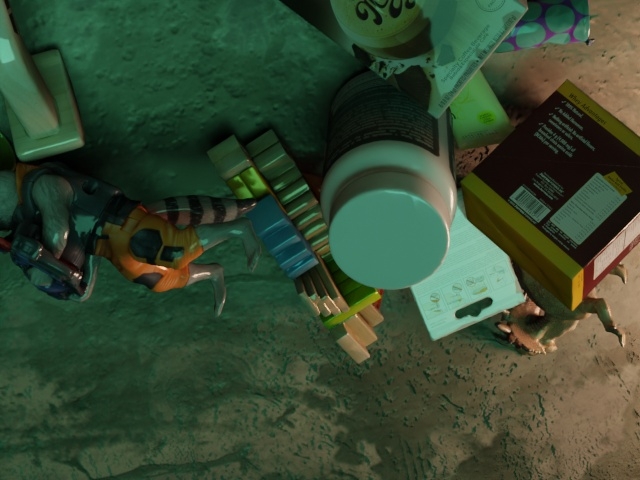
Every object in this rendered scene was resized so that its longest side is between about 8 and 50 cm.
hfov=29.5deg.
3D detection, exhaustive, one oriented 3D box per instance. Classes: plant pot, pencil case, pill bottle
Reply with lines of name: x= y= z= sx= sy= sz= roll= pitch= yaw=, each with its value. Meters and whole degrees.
plant pot: x=-0.429 y=-0.095 z=1.481 sx=0.079 sy=0.083 sz=0.083 roll=-33 pitch=120 yaw=20
pencil case: x=0.266 y=-0.269 z=1.539 sx=0.151 sy=0.065 sz=0.070 roll=-9 pitch=154 yaw=-6
pill bottle: x=0.082 y=-0.078 z=1.460 sx=0.161 sy=0.283 sz=0.161 roll=2 pitch=124 yaw=3

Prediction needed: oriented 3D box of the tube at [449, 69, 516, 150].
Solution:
tube: x=0.170 y=-0.212 z=1.549 sx=0.062 sy=0.070 sz=0.240 roll=-36 pitch=121 yaw=-4

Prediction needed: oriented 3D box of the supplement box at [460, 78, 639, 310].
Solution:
supplement box: x=0.315 y=-0.058 z=1.544 sx=0.194 sy=0.191 sz=0.129 roll=-43 pitch=158 yaw=-7

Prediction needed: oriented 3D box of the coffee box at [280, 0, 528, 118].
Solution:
coffee box: x=0.069 y=-0.303 z=1.397 sx=0.297 sy=0.119 sz=0.168 roll=35 pitch=113 yaw=-9

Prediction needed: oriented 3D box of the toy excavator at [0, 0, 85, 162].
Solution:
toy excavator: x=-0.373 y=-0.310 z=1.270 sx=0.222 sy=0.433 sz=0.445 roll=-15 pitch=92 yaw=-4

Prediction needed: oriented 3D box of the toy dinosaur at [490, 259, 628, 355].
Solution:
toy dinosaur: x=0.316 y=0.048 z=1.695 sx=0.200 sy=0.127 sz=0.296 roll=-6 pitch=108 yaw=24

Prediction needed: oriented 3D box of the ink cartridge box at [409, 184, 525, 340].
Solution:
ink cartridge box: x=0.181 y=0.026 z=1.660 sx=0.145 sy=0.045 sz=0.179 roll=-23 pitch=102 yaw=1

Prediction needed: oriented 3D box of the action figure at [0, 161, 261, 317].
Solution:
action figure: x=-0.259 y=-0.007 z=1.467 sx=0.330 sy=0.341 sz=0.179 roll=17 pitch=79 yaw=-12

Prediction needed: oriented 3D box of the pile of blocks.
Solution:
pile of blocks: x=0.000 y=0.000 z=1.577 sx=0.112 sy=0.149 sz=0.362 roll=-33 pitch=119 yaw=6
